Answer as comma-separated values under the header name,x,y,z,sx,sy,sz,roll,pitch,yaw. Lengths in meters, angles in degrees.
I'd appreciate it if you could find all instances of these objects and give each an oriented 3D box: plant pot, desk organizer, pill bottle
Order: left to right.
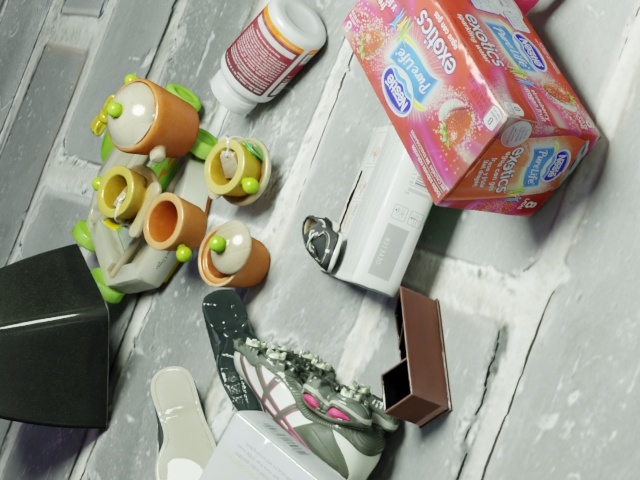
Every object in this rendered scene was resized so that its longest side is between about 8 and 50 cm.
name,x,y,z,sx,sy,sz,roll,pitch,yaw
plant pot,-0.380,0.133,2.091,0.187,0.167,0.188,-127,37,-54
pill bottle,-0.069,-0.229,1.989,0.152,0.086,0.086,-43,39,33
desk organizer,0.090,0.114,1.572,0.047,0.050,0.130,-39,42,38

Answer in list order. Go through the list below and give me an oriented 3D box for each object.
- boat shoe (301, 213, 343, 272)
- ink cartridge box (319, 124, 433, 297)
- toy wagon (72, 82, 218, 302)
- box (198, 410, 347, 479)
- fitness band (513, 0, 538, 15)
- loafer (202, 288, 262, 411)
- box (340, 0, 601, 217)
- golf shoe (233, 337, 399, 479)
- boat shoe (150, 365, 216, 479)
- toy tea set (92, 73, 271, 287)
name,x,y,z,sx,sy,sz,roll,pitch,yaw
boat shoe,0.000,0.000,1.732,0.125,0.038,0.046,-95,28,-71
ink cartridge box,0.068,-0.035,1.700,0.225,0.056,0.181,-172,104,-82
toy wagon,-0.244,-0.085,2.182,0.267,0.068,0.344,-54,34,20
box,-0.065,0.362,1.556,0.232,0.058,0.322,35,104,30
fitness band,0.226,-0.351,1.662,0.291,0.054,0.209,-64,29,4
loafer,-0.094,0.137,1.842,0.061,0.062,0.170,89,168,-52
box,0.140,-0.156,1.539,0.122,0.128,0.257,-53,47,33
golf shoe,-0.027,0.179,1.664,0.273,0.105,0.120,28,102,59
boat shoe,-0.157,0.248,1.873,0.065,0.075,0.206,82,176,-54
toy tea set,-0.180,-0.070,1.945,0.336,0.124,0.200,30,100,42
